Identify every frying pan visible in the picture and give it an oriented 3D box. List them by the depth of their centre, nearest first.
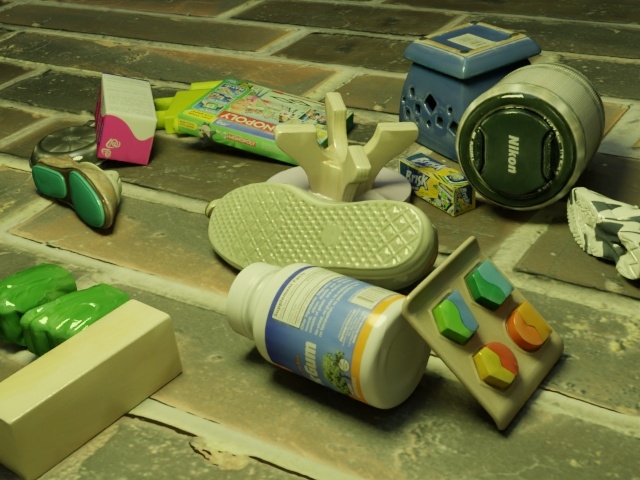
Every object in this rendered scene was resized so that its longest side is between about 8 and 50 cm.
[{"bbox_3d":[-0.513,-0.235,2.135,0.197,0.053,0.326,17,40,33],"label":"frying pan"}]

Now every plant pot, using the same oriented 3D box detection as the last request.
[{"bbox_3d":[0.309,-0.314,1.923,0.236,0.212,0.236,-21,32,-24],"label":"plant pot"}]

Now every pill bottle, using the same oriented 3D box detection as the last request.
[{"bbox_3d":[0.004,0.117,1.295,0.272,0.152,0.152,16,37,36],"label":"pill bottle"}]

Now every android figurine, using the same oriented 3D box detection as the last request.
[{"bbox_3d":[-0.265,-0.309,2.199,0.273,0.056,0.248,-4,29,9],"label":"android figurine"}]

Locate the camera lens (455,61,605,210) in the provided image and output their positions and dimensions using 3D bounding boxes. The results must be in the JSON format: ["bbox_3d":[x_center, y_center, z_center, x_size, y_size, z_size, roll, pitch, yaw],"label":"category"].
[{"bbox_3d":[0.375,-0.189,1.661,0.219,0.219,0.274,8,24,25],"label":"camera lens"}]

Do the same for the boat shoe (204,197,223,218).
[{"bbox_3d":[-0.134,-0.057,1.736,0.152,0.056,0.049,-17,45,-17],"label":"boat shoe"}]

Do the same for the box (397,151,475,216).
[{"bbox_3d":[0.212,-0.106,1.733,0.054,0.059,0.169,-20,32,-26],"label":"box"}]

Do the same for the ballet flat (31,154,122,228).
[{"bbox_3d":[-0.455,-0.111,1.846,0.106,0.107,0.316,-20,33,-35],"label":"ballet flat"}]

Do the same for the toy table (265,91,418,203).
[{"bbox_3d":[0.036,-0.134,1.678,0.274,0.161,0.252,-11,41,-20],"label":"toy table"}]

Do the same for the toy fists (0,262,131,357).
[{"bbox_3d":[-0.417,0.116,1.449,0.279,0.096,0.142,17,27,38],"label":"toy fists"}]

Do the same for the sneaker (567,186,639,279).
[{"bbox_3d":[0.506,-0.023,1.499,0.153,0.094,0.235,-8,23,-15],"label":"sneaker"}]

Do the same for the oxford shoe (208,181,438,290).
[{"bbox_3d":[0.000,0.000,1.542,0.449,0.169,0.130,6,-13,35],"label":"oxford shoe"}]

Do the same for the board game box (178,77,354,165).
[{"bbox_3d":[-0.115,-0.256,2.024,0.317,0.046,0.213,18,36,18],"label":"board game box"}]

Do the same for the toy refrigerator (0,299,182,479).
[{"bbox_3d":[-0.323,0.195,1.280,0.094,0.102,0.269,18,39,37],"label":"toy refrigerator"}]

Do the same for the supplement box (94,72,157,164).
[{"bbox_3d":[-0.427,-0.268,2.058,0.114,0.111,0.220,7,29,-21],"label":"supplement box"}]

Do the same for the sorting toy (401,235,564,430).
[{"bbox_3d":[0.221,0.113,1.230,0.193,0.208,0.038,-38,-1,-42],"label":"sorting toy"}]
